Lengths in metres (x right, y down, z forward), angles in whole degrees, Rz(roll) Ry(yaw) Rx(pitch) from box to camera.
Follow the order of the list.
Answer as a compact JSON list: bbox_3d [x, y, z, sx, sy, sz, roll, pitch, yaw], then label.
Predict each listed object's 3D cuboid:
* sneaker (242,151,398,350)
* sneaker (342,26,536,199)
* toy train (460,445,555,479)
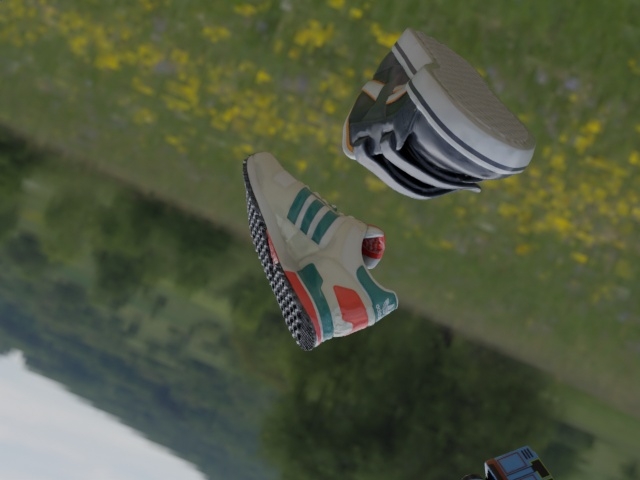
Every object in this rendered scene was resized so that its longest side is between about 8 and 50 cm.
[{"bbox_3d":[0.000,0.000,1.097,0.075,0.057,0.161,-14,-133,-10],"label":"sneaker"},{"bbox_3d":[0.101,-0.091,1.507,0.126,0.127,0.321,32,-167,-13],"label":"sneaker"},{"bbox_3d":[0.208,0.295,1.702,0.184,0.105,0.080,-123,16,-48],"label":"toy train"}]
